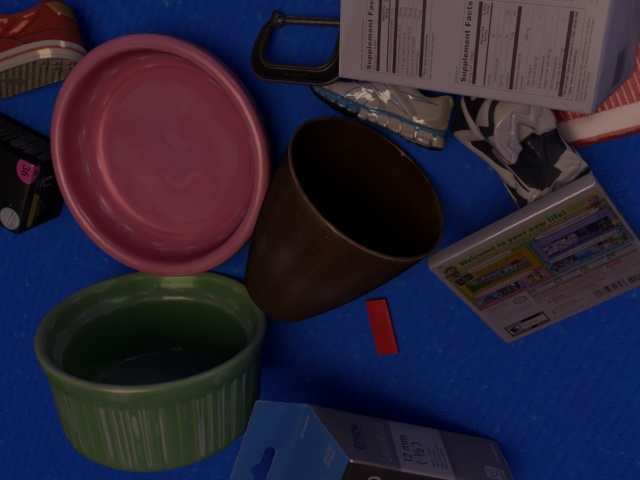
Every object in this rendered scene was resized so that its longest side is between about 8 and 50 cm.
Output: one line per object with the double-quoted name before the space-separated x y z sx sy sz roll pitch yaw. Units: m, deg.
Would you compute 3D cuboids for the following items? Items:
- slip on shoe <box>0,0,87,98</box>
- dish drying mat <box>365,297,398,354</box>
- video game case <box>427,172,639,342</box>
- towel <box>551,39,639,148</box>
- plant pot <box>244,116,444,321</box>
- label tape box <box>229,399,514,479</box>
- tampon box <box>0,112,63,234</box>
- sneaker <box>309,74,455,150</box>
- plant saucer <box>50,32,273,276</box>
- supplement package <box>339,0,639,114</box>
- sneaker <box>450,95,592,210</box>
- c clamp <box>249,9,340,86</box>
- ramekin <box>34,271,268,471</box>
"slip on shoe" -0.479 -0.268 1.120 0.331 0.123 0.101 -7 82 22
"dish drying mat" 0.086 0.120 1.088 0.032 0.008 0.083 -8 105 23
"video game case" 0.268 0.030 0.930 0.212 0.023 0.193 -29 129 26
"towel" 0.337 -0.280 0.851 0.237 0.037 0.329 -12 103 24
"plant pot" 0.000 0.000 0.988 0.215 0.215 0.230 43 130 2
"label tape box" 0.052 0.367 1.053 0.348 0.115 0.249 13 114 -13
"tampon box" -0.473 -0.106 1.166 0.161 0.101 0.120 27 115 10
"sneaker" 0.079 -0.180 0.970 0.191 0.071 0.083 23 95 12
"plant saucer" -0.212 -0.117 1.079 0.332 0.084 0.332 6 109 17
"supplement package" 0.181 -0.262 0.792 0.263 0.199 0.198 15 118 27
"sneaker" 0.230 -0.110 0.923 0.094 0.153 0.235 -40 130 11
"c clamp" -0.012 -0.256 0.977 0.161 0.022 0.137 4 80 22
"ramekin" -0.220 0.172 1.063 0.303 0.303 0.148 8 117 18
